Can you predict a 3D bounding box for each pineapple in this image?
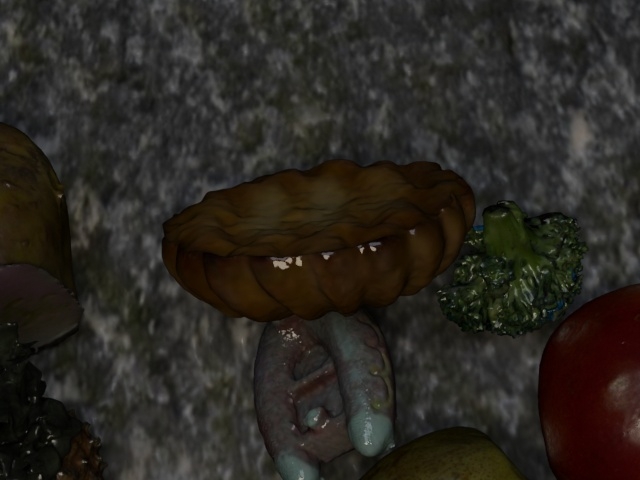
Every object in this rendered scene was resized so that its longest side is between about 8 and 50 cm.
[{"bbox_3d":[-0.282,0.171,1.145,0.166,0.364,0.165,1,57,-2],"label":"pineapple"}]

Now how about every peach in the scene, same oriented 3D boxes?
[{"bbox_3d":[0.318,0.154,1.227,0.244,0.199,0.243,-6,59,10],"label":"peach"}]

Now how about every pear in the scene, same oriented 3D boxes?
[{"bbox_3d":[0.107,0.285,1.159,0.211,0.228,0.188,-34,103,-10],"label":"pear"}]

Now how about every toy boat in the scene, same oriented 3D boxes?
[{"bbox_3d":[-0.007,0.137,1.263,0.155,0.085,0.227,-34,39,21],"label":"toy boat"}]

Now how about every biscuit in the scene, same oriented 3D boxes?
[{"bbox_3d":[0.000,0.000,1.295,0.326,0.325,0.107,-8,107,-3],"label":"biscuit"}]

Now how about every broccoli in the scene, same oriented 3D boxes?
[{"bbox_3d":[0.201,0.021,1.325,0.167,0.160,0.154,-11,34,7],"label":"broccoli"}]

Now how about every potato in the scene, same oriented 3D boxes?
[{"bbox_3d":[-0.373,-0.016,1.341,0.229,0.229,0.266,-18,59,-8],"label":"potato"}]
